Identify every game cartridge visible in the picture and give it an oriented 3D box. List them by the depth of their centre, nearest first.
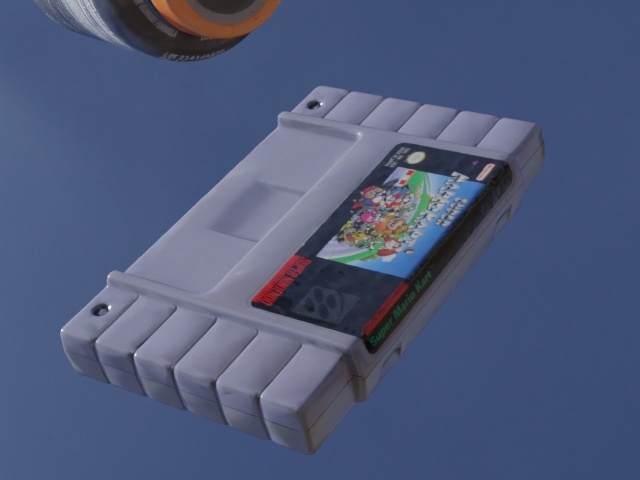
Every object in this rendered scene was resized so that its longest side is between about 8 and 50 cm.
[{"bbox_3d":[0.000,0.000,0.996,0.355,0.230,0.068,-47,-46,-38],"label":"game cartridge"}]

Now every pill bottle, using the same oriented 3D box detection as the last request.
[{"bbox_3d":[-0.111,-0.190,0.873,0.130,0.245,0.131,-8,-73,-27],"label":"pill bottle"}]
